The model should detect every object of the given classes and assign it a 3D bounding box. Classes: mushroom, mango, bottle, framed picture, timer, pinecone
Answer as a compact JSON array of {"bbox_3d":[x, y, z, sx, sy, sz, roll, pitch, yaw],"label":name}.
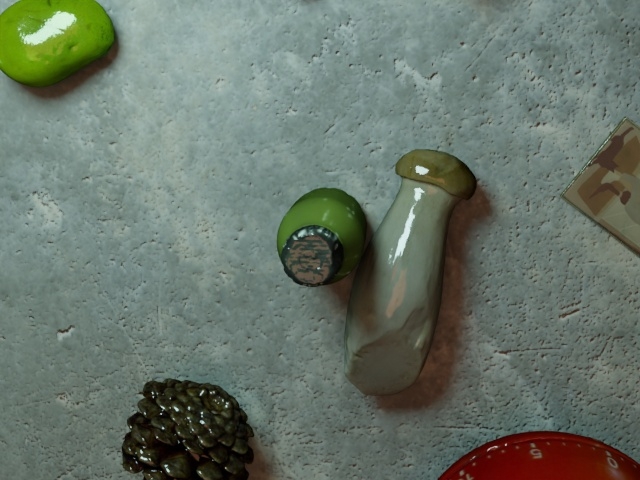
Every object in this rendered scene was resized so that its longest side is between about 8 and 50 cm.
[{"bbox_3d":[0.111,0.049,1.335,0.128,0.128,0.350,18,97,2],"label":"mushroom"},{"bbox_3d":[-0.364,-0.275,1.343,0.163,0.089,0.117,-30,88,-2],"label":"mango"},{"bbox_3d":[0.000,0.000,1.262,0.112,0.260,0.112,1,100,5],"label":"bottle"},{"bbox_3d":[0.443,-0.052,1.339,0.201,0.010,0.136,38,100,-1],"label":"framed picture"},{"bbox_3d":[0.299,0.438,1.304,0.378,0.279,0.378,1,101,3],"label":"timer"},{"bbox_3d":[-0.188,0.295,1.380,0.179,0.184,0.204,16,128,-21],"label":"pinecone"}]
